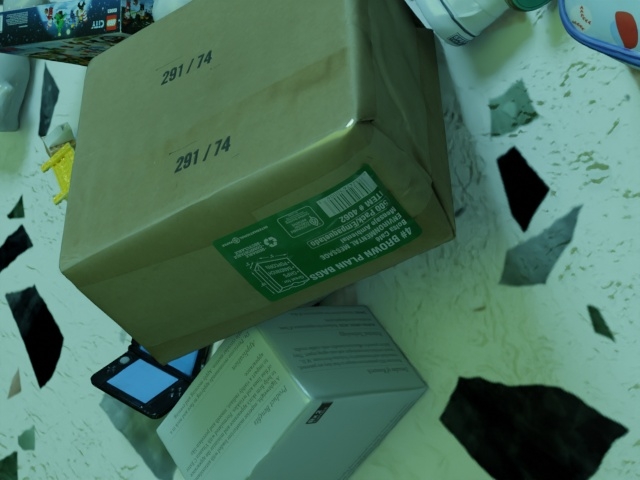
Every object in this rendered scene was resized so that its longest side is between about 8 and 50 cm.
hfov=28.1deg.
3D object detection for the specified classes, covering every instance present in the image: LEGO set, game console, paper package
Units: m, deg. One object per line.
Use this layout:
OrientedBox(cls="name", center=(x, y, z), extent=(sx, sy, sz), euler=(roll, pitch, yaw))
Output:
OrientedBox(cls="LEGO set", center=(-0.235, -0.062, 1.502), extent=(0.287, 0.107, 0.132), euler=(2, 57, 44))
OrientedBox(cls="game console", center=(-0.195, 0.133, 1.467), extent=(0.122, 0.107, 0.071), euler=(21, 132, 38))
OrientedBox(cls="paper package", center=(-0.061, -0.089, 1.176), extent=(0.325, 0.168, 0.309), euler=(-25, 44, 23))

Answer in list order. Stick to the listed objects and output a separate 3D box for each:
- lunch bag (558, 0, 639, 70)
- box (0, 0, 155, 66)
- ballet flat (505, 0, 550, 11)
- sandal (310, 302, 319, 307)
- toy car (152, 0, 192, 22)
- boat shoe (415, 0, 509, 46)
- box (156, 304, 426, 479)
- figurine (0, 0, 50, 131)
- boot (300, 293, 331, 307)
OrientedBox(cls="lunch bag", center=(0.337, -0.266, 0.996), extent=(0.243, 0.115, 0.303), euler=(29, 109, 34))
OrientedBox(cls="box", center=(-0.243, -0.234, 1.444), extent=(0.233, 0.159, 0.044), euler=(1, 89, 40))
OrientedBox(cls="ballet flat", center=(0.218, -0.305, 1.132), extent=(0.213, 0.072, 0.068), euler=(-63, 28, 20))
OrientedBox(cls="sandal", center=(-0.050, 0.004, 1.349), extent=(0.090, 0.060, 0.219), euler=(2, 93, 40))
OrientedBox(cls="toy car", center=(-0.080, -0.269, 1.338), extent=(0.182, 0.159, 0.136), euler=(-60, 20, 24))
OrientedBox(cls="boat shoe", center=(0.105, -0.312, 1.209), extent=(0.084, 0.095, 0.258), euler=(-32, 81, 31))
OrientedBox(cls="box", center=(-0.028, 0.166, 1.254), extent=(0.181, 0.182, 0.119), euler=(-52, 58, 27))
OrientedBox(cls="figurine", center=(-0.439, -0.271, 1.659), extent=(0.215, 0.092, 0.209), euler=(32, 106, 34))
OrientedBox(cls="boot", center=(0.000, 0.000, 1.295), extent=(0.190, 0.069, 0.086), euler=(-33, 62, 14))
